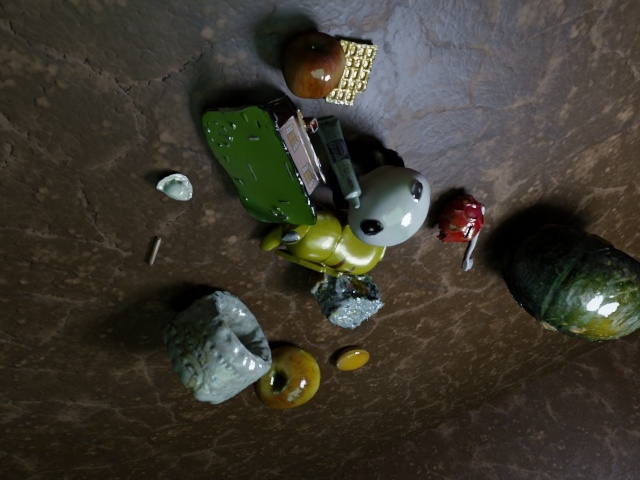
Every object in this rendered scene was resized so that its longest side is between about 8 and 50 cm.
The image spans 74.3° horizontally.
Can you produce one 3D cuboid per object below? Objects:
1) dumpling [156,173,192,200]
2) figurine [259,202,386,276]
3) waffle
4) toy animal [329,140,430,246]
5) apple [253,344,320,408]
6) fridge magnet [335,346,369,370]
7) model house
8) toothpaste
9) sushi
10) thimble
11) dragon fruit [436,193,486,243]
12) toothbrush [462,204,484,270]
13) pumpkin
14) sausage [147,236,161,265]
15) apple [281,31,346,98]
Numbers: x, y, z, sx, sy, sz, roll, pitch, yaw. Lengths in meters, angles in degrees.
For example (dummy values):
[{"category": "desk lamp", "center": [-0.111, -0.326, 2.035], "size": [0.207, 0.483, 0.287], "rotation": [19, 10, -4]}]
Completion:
[{"category": "dumpling", "center": [-0.325, -0.123, 0.958], "size": [0.077, 0.043, 0.059], "rotation": [26, 103, -20]}, {"category": "figurine", "center": [0.006, 0.002, 1.125], "size": [0.327, 0.169, 0.218], "rotation": [23, 162, -29]}, {"category": "waffle", "center": [0.063, -0.354, 0.901], "size": [0.092, 0.021, 0.135], "rotation": [-2, 133, -20]}, {"category": "toy animal", "center": [0.148, -0.102, 1.010], "size": [0.213, 0.266, 0.212], "rotation": [-15, 137, -15]}, {"category": "apple", "center": [-0.115, 0.487, 1.504], "size": [0.237, 0.236, 0.207], "rotation": [-30, 162, 8]}, {"category": "fridge magnet", "center": [0.127, 0.476, 1.699], "size": [0.143, 0.063, 0.143], "rotation": [-10, 135, -10]}, {"category": "model house", "center": [-0.101, -0.194, 0.936], "size": [0.207, 0.154, 0.293], "rotation": [7, 137, 33]}, {"category": "toothpaste", "center": [0.044, -0.174, 0.929], "size": [0.060, 0.233, 0.038], "rotation": [-18, 161, -1]}, {"category": "sushi", "center": [0.085, 0.163, 1.292], "size": [0.274, 0.184, 0.139], "rotation": [19, 124, -38]}, {"category": "thimble", "center": [-0.289, 0.291, 1.204], "size": [0.195, 0.291, 0.291], "rotation": [-34, 135, 3]}, {"category": "dragon fruit", "center": [0.417, -0.052, 1.256], "size": [0.136, 0.133, 0.165], "rotation": [11, 126, -38]}, {"category": "toothbrush", "center": [0.518, -0.002, 1.421], "size": [0.030, 0.025, 0.307], "rotation": [-21, 137, -14]}, {"category": "pumpkin", "center": [0.827, 0.139, 1.394], "size": [0.455, 0.454, 0.343], "rotation": [17, 108, -33]}, {"category": "sausage", "center": [-0.426, 0.029, 1.081], "size": [0.015, 0.015, 0.100], "rotation": [11, 127, -30]}, {"category": "apple", "center": [-0.013, -0.335, 0.819], "size": [0.126, 0.126, 0.102], "rotation": [-15, 152, -8]}]
